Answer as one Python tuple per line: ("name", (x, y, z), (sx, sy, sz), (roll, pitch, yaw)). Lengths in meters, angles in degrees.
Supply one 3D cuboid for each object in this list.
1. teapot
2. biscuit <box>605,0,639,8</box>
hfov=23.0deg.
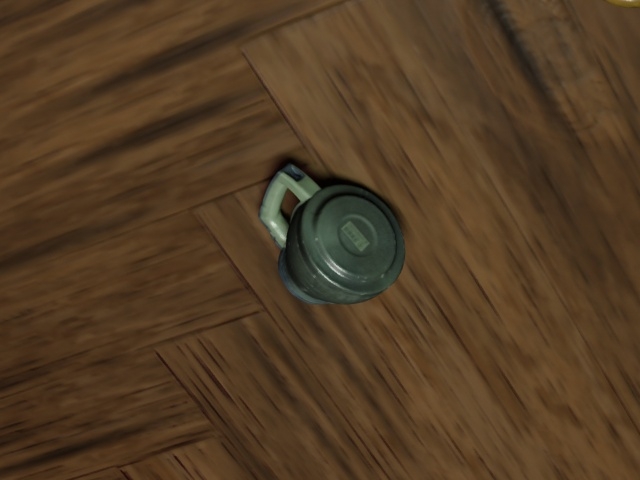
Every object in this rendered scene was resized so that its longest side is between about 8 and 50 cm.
("teapot", (0.000, 0.000, 0.876), (0.088, 0.066, 0.057), (49, 142, -1))
("biscuit", (0.201, -0.183, 0.696), (0.288, 0.044, 0.202), (3, 130, 6))
